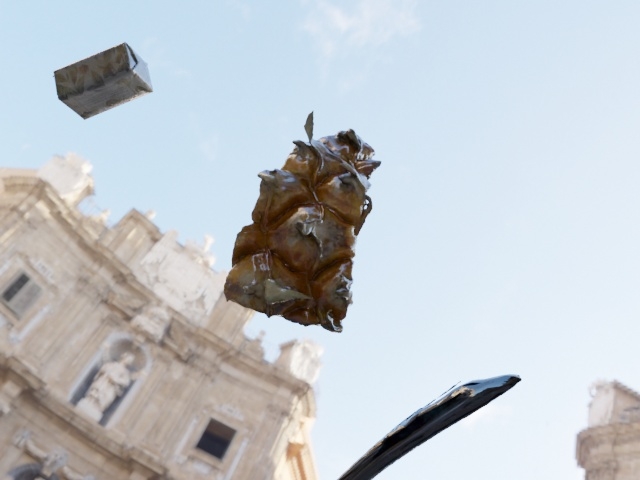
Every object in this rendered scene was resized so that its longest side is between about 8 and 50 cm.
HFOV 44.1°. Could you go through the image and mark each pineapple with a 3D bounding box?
[{"bbox_3d":[0.000,0.000,0.458,0.069,0.137,0.116,17,-35,11],"label":"pineapple"}]

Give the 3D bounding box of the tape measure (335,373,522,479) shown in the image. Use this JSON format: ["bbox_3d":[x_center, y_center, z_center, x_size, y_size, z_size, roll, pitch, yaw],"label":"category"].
[{"bbox_3d":[-0.006,0.221,0.398,0.351,0.215,0.098,-24,-40,-8],"label":"tape measure"}]

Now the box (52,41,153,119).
[{"bbox_3d":[-0.244,-0.180,0.892,0.098,0.045,0.062,-21,-22,11],"label":"box"}]
